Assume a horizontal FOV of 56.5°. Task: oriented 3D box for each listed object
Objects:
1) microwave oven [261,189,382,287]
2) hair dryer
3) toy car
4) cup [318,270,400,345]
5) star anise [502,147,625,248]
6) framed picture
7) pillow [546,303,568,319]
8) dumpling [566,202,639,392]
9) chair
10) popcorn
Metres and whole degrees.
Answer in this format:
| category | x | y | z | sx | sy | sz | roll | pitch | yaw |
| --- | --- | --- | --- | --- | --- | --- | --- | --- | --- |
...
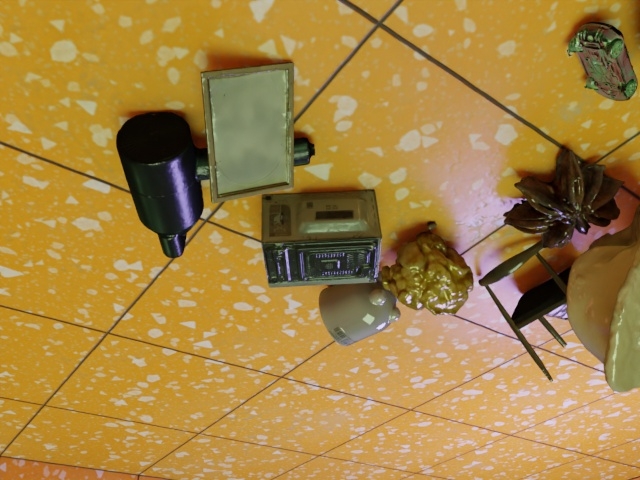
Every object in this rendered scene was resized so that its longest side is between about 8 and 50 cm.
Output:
| category | x | y | z | sx | sy | sz | roll | pitch | yaw |
| --- | --- | --- | --- | --- | --- | --- | --- | --- | --- |
| microwave oven | 0.000 | 0.000 | 1.092 | 0.208 | 0.122 | 0.162 | -3 | 143 | -1 |
| hair dryer | -0.157 | -0.094 | 0.984 | 0.303 | 0.116 | 0.244 | -8 | 145 | -7 |
| toy car | 0.409 | -0.256 | 0.851 | 0.055 | 0.069 | 0.142 | -53 | 132 | -3 |
| cup | 0.103 | 0.149 | 1.286 | 0.142 | 0.134 | 0.173 | -26 | 136 | 23 |
| star anise | 0.449 | -0.065 | 1.083 | 0.236 | 0.093 | 0.229 | 2 | 137 | -14 |
| framed picture | -0.103 | -0.156 | 0.879 | 0.136 | 0.010 | 0.200 | -13 | 125 | -22 |
| pillow | 0.651 | 0.161 | 1.435 | 0.211 | 0.034 | 0.135 | 13 | 143 | -19 |
| dumpling | 0.572 | 0.068 | 1.055 | 0.233 | 0.395 | 0.315 | 15 | 122 | 29 |
| chair | 0.492 | 0.126 | 1.286 | 0.272 | 0.166 | 0.188 | 50 | 128 | 2 |
| popcorn | 0.215 | 0.078 | 1.192 | 0.163 | 0.140 | 0.194 | -37 | 137 | 12 |
